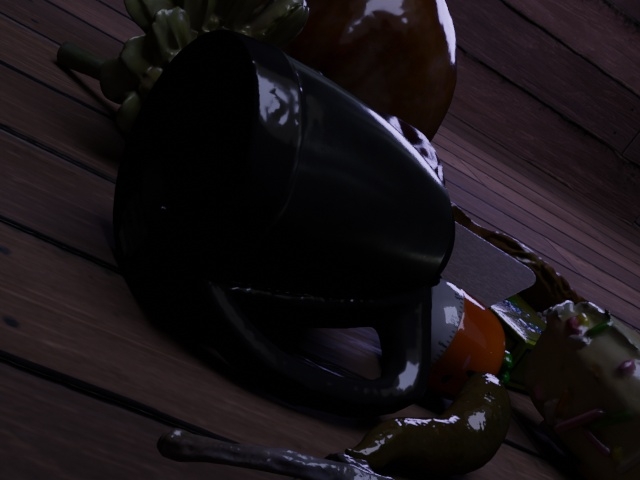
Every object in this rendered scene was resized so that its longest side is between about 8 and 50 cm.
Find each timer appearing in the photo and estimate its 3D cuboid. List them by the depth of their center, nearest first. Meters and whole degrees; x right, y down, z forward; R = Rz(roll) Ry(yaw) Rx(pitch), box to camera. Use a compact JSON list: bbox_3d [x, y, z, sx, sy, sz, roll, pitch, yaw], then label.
[{"bbox_3d":[0.126,0.102,1.044,0.136,0.099,0.136,39,23,-20],"label":"timer"}]

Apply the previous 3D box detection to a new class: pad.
[{"bbox_3d":[0.109,0.003,1.299,0.266,0.002,0.176,35,37,32],"label":"pad"}]

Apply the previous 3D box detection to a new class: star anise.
[{"bbox_3d":[0.025,0.170,0.596,0.231,0.089,0.209,39,1,-39],"label":"star anise"}]

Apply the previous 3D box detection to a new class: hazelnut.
[{"bbox_3d":[0.024,-0.260,1.579,0.366,0.365,0.366,32,14,-9],"label":"hazelnut"}]

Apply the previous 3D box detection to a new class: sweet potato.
[{"bbox_3d":[0.100,0.154,0.873,0.249,0.059,0.069,-13,72,-55],"label":"sweet potato"}]

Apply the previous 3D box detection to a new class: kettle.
[{"bbox_3d":[0.005,-0.017,0.884,0.271,0.207,0.250,18,25,-35],"label":"kettle"}]

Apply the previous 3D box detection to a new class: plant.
[{"bbox_3d":[-0.148,-0.149,1.156,0.305,0.297,0.261,79,6,-45],"label":"plant"}]

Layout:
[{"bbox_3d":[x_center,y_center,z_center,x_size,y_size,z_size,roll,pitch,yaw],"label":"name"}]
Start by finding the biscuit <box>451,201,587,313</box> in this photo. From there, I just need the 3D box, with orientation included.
[{"bbox_3d":[0.208,0.010,1.478,0.277,0.052,0.262,32,-5,40],"label":"biscuit"}]

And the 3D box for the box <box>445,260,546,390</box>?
[{"bbox_3d":[0.199,0.090,1.301,0.141,0.064,0.220,22,17,-44],"label":"box"}]

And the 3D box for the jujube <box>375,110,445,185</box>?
[{"bbox_3d":[0.040,-0.040,1.129,0.183,0.183,0.243,32,12,-9],"label":"jujube"}]

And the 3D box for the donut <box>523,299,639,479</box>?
[{"bbox_3d":[0.386,0.210,1.160,0.371,0.150,0.307,18,22,-48],"label":"donut"}]
